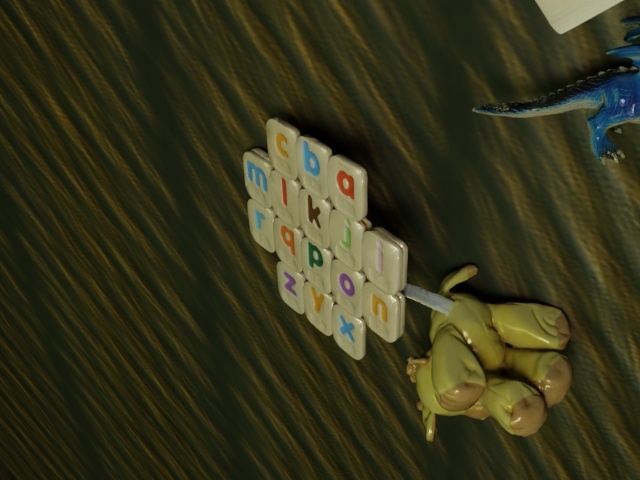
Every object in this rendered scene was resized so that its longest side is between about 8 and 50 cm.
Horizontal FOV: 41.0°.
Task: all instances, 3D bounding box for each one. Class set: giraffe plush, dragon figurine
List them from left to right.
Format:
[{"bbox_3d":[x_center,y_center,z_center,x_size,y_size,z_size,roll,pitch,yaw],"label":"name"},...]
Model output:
[{"bbox_3d":[0.170,0.154,1.000,0.210,0.181,0.170,35,144,18],"label":"giraffe plush"},{"bbox_3d":[0.287,-0.141,0.733,0.289,0.085,0.144,16,129,18],"label":"dragon figurine"}]

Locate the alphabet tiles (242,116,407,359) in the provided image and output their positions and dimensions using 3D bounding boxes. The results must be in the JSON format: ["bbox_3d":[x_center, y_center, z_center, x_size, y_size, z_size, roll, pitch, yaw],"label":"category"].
[{"bbox_3d":[0.000,0.000,1.016,0.284,0.021,0.278,35,141,40],"label":"alphabet tiles"}]

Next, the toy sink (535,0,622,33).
[{"bbox_3d":[0.183,-0.301,0.636,0.131,0.153,0.234,-25,108,44],"label":"toy sink"}]
